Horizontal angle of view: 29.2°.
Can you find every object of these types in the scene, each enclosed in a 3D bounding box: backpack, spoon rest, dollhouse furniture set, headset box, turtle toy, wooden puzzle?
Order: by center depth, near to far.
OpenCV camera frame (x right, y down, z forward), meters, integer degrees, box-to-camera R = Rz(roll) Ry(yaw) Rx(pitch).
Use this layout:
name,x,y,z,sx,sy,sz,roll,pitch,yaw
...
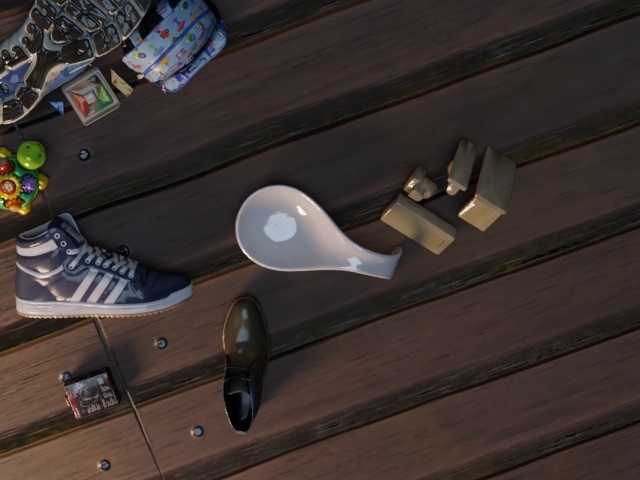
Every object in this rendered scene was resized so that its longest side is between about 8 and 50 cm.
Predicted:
name,x,y,z,sx,sy,sz,roll,pitch,yaw
backpack,-0.216,-0.296,1.816,0.158,0.173,0.117,-43,103,5
turtle toy,-0.470,-0.100,1.900,0.095,0.066,0.130,35,99,-12
wooden puzzle,-0.355,-0.224,1.905,0.116,0.014,0.078,-36,104,5
spoon rest,0.000,0.000,1.955,0.276,0.084,0.137,17,102,-9
dollhouse furniture set,0.206,-0.080,1.980,0.144,0.123,0.151,31,134,-11
headset box,-0.377,0.251,2.012,0.083,0.032,0.062,-19,104,1

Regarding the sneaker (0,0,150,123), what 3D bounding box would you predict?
name,x,y,z,sx,sy,sz,roll,pitch,yaw
sneaker,-0.376,-0.308,1.806,0.330,0.147,0.130,-33,106,19

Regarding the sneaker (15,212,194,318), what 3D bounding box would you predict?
name,x,y,z,sx,sy,sz,roll,pitch,yaw
sneaker,-0.344,0.036,1.928,0.282,0.099,0.153,-3,106,-1

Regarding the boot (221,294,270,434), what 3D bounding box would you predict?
name,x,y,z,sx,sy,sz,roll,pitch,yaw
boot,-0.120,0.205,1.983,0.082,0.106,0.219,0,104,-5
